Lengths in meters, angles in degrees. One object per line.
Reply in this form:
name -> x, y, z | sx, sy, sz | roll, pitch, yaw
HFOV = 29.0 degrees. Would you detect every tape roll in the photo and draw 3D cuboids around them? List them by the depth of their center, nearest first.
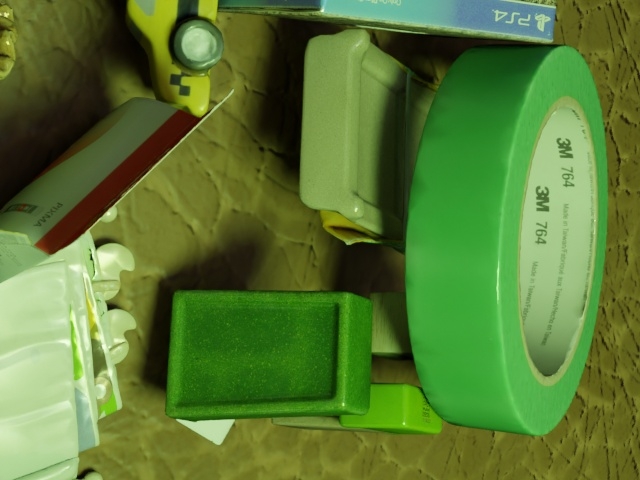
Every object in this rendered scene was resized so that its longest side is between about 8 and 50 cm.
tape roll -> 0.165, -0.002, 1.029 | 0.321, 0.077, 0.321 | -14, 106, -62

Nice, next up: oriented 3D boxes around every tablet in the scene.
tablet -> -0.079, 0.120, 1.005 | 0.054, 0.006, 0.083 | 39, 77, -35

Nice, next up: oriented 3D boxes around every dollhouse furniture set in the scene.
dollhouse furniture set -> 0.000, 0.000, 0.997 | 0.197, 0.151, 0.301 | 24, 66, -60

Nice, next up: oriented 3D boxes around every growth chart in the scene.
growth chart -> -0.212, 0.092, 0.892 | 0.172, 0.021, 0.237 | -5, 102, -36

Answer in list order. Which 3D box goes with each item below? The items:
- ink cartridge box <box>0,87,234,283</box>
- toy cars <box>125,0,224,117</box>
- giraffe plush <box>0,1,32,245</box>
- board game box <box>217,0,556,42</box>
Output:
ink cartridge box -> -0.149, -0.044, 0.801 | 0.045, 0.179, 0.145 | 48, 61, -10
toy cars -> -0.091, -0.256, 0.794 | 0.087, 0.176, 0.393 | 5, 132, -11
giraffe plush -> -0.257, -0.098, 0.743 | 0.210, 0.181, 0.170 | 17, 65, -15
board game box -> 0.063, -0.306, 0.935 | 0.232, 0.141, 0.291 | -1, 100, -36
